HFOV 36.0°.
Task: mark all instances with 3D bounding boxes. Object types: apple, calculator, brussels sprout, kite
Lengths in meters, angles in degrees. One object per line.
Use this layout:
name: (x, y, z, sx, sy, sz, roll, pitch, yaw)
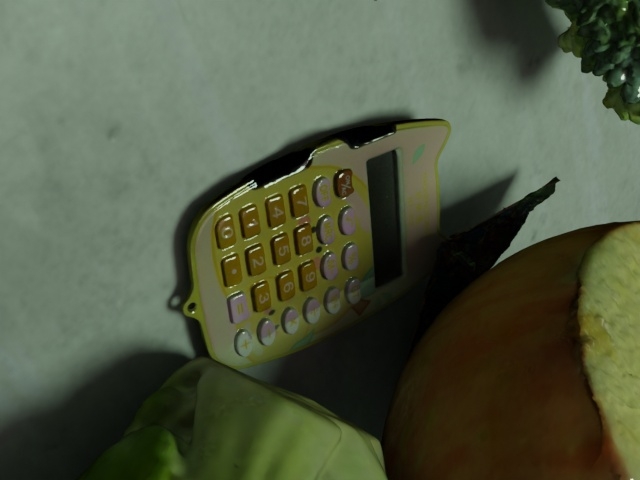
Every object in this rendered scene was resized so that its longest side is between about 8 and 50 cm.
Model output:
apple: (0.166, 0.155, 0.752, 0.252, 0.309, 0.314, 40, 42, -10)
calculator: (0.000, 0.000, 0.708, 0.236, 0.033, 0.157, -25, 127, -30)
brussels sprout: (-0.064, 0.249, 0.592, 0.289, 0.281, 0.355, 50, 51, -59)
kite: (0.121, 0.032, 0.819, 0.232, 0.009, 0.189, -51, 152, 3)

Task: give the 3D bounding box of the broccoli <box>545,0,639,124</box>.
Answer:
broccoli: (0.271, -0.222, 0.714, 0.243, 0.247, 0.263, -69, 146, -65)
